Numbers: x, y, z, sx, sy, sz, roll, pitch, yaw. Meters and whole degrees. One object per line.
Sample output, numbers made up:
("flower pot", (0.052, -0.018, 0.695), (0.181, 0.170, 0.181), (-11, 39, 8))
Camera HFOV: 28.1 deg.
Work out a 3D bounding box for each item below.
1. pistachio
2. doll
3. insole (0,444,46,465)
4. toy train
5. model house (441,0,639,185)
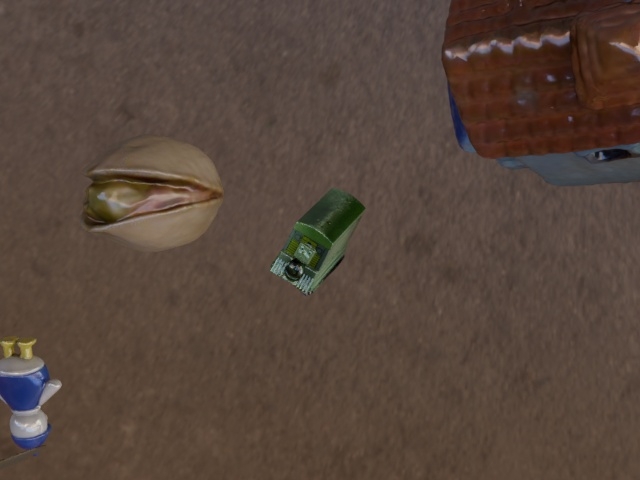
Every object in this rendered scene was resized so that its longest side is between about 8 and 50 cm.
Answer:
("pistachio", (-0.186, -0.051, 1.425), (0.144, 0.215, 0.144), (2, 97, 19))
("doll", (-0.335, 0.179, 1.451), (0.099, 0.057, 0.143), (-1, 105, 19))
("insole", (-0.305, 0.218, 1.261), (0.064, 0.188, 0.004), (-17, 82, -21))
("toy train", (0.000, 0.000, 0.961), (0.038, 0.093, 0.056), (33, 120, 7))
("model house", (0.219, -0.178, 1.015), (0.295, 0.329, 0.252), (-6, 88, 27))
